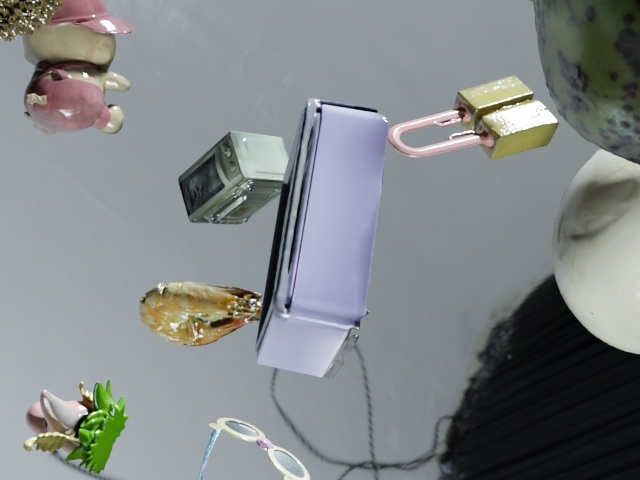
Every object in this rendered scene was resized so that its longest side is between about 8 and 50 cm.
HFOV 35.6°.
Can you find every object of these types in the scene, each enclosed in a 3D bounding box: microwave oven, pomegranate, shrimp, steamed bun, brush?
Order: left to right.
[{"bbox_3d":[-0.219,0.147,1.980,0.062,0.295,0.154,-64,147,-55],"label":"shrimp"},{"bbox_3d":[-0.177,-0.122,2.106,0.163,0.205,0.129,3,63,-42],"label":"microwave oven"},{"bbox_3d":[0.188,-0.146,1.296,0.234,0.047,0.103,-18,53,-26],"label":"brush"},{"bbox_3d":[0.295,-0.204,0.855,0.285,0.285,0.340,27,13,-31],"label":"pomegranate"},{"bbox_3d":[0.465,0.011,1.306,0.324,0.324,0.206,34,22,-25],"label":"steamed bun"}]

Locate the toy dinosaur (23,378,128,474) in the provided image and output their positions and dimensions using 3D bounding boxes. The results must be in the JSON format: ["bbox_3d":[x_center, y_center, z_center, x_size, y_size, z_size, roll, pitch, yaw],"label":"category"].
[{"bbox_3d":[-0.423,0.290,1.674,0.177,0.194,0.152,18,76,13],"label":"toy dinosaur"}]

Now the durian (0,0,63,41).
[{"bbox_3d":[-0.363,-0.317,1.092,0.196,0.167,0.196,16,65,-40],"label":"durian"}]

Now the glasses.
[{"bbox_3d":[-0.118,0.413,1.685,0.190,0.220,0.088,32,34,21],"label":"glasses"}]

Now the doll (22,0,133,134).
[{"bbox_3d":[-0.413,-0.304,1.666,0.196,0.152,0.255,1,86,-20],"label":"doll"}]

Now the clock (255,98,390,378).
[{"bbox_3d":[0.000,0.001,0.814,0.073,0.144,0.193,11,65,-6],"label":"clock"}]
